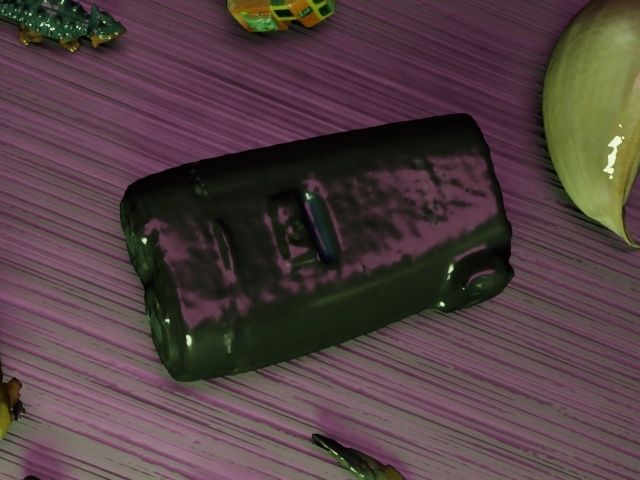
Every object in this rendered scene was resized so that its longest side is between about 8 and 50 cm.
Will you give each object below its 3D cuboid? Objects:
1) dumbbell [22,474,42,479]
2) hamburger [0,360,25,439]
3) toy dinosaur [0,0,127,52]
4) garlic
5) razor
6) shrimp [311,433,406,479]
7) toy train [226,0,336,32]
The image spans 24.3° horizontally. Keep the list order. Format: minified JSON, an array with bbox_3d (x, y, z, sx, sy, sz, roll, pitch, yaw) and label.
[{"bbox_3d":[-0.263,0.249,1.227,0.118,0.046,0.052,-44,91,-14],"label":"dumbbell"},{"bbox_3d":[-0.354,0.032,1.208,0.155,0.245,0.282,-18,36,-6],"label":"hamburger"},{"bbox_3d":[-0.249,-0.201,1.327,0.154,0.055,0.049,12,80,-7],"label":"toy dinosaur"},{"bbox_3d":[0.284,-0.132,1.351,0.164,0.145,0.245,33,76,-31],"label":"garlic"},{"bbox_3d":[0.001,0.001,1.283,0.327,0.107,0.189,-14,79,-11],"label":"razor"},{"bbox_3d":[-0.004,0.242,1.263,0.217,0.051,0.150,21,72,-10],"label":"shrimp"},{"bbox_3d":[-0.036,-0.282,1.348,0.099,0.072,0.188,-1,79,18],"label":"toy train"}]
